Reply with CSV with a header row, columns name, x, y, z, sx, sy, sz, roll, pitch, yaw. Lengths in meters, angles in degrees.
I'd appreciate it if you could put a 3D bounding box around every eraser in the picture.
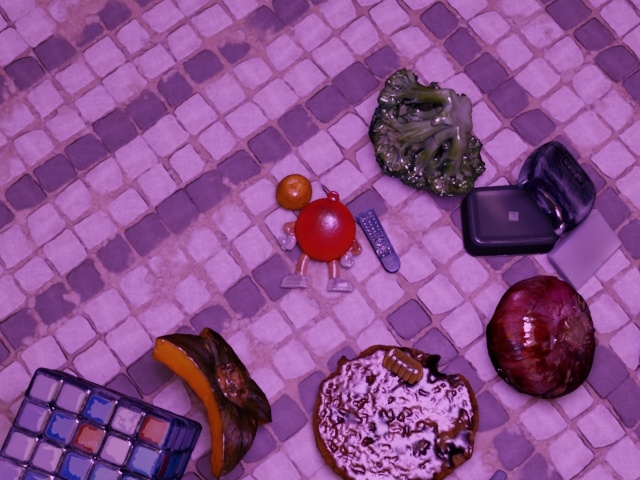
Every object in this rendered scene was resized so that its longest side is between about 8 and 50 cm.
name,x,y,z,sx,sy,sz,roll,pitch,yaw
eraser,0.563,0.020,1.800,0.150,0.023,0.104,-43,106,-9

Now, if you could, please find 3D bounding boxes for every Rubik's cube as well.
name,x,y,z,sx,sy,sz,roll,pitch,yaw
Rubik's cube,-0.427,0.432,1.617,0.293,0.292,0.286,19,77,8

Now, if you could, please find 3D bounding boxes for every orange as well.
name,x,y,z,sx,sy,sz,roll,pitch,yaw
orange,-0.057,-0.104,1.847,0.083,0.070,0.083,-1,64,2

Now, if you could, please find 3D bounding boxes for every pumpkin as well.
name,x,y,z,sx,sy,sz,roll,pitch,yaw
pumpkin,-0.197,0.298,1.666,0.095,0.258,0.290,-36,79,15

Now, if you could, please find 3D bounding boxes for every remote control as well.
name,x,y,z,sx,sy,sz,roll,pitch,yaw
remote control,0.128,0.003,1.839,0.044,0.027,0.152,-27,75,1

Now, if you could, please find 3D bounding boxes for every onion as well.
name,x,y,z,sx,sy,sz,roll,pitch,yaw
onion,0.442,0.195,1.697,0.246,0.190,0.246,5,80,-30

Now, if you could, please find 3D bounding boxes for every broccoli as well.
name,x,y,z,sx,sy,sz,roll,pitch,yaw
broccoli,0.236,-0.231,1.790,0.265,0.245,0.294,-37,102,-26

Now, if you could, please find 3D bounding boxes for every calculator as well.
name,x,y,z,sx,sy,sz,roll,pitch,yaw
calculator,0.503,-0.119,1.774,0.040,0.268,0.177,-38,92,37

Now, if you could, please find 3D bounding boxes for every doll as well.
name,x,y,z,sx,sy,sz,roll,pitch,yaw
doll,0.000,0.000,1.817,0.183,0.085,0.217,5,94,5

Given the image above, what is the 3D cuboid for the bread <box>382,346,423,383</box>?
name,x,y,z,sx,sy,sz,roll,pitch,yaw
bread,0.166,0.252,1.697,0.088,0.033,0.049,35,85,13

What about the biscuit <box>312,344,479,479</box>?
name,x,y,z,sx,sy,sz,roll,pitch,yaw
biscuit,0.152,0.358,1.723,0.334,0.081,0.289,-1,72,3

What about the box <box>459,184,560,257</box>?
name,x,y,z,sx,sy,sz,roll,pitch,yaw
box,0.406,-0.045,1.809,0.201,0.090,0.144,-2,75,2

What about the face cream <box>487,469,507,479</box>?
name,x,y,z,sx,sy,sz,roll,pitch,yaw
face cream,0.290,0.593,1.655,0.092,0.092,0.311,28,80,8
